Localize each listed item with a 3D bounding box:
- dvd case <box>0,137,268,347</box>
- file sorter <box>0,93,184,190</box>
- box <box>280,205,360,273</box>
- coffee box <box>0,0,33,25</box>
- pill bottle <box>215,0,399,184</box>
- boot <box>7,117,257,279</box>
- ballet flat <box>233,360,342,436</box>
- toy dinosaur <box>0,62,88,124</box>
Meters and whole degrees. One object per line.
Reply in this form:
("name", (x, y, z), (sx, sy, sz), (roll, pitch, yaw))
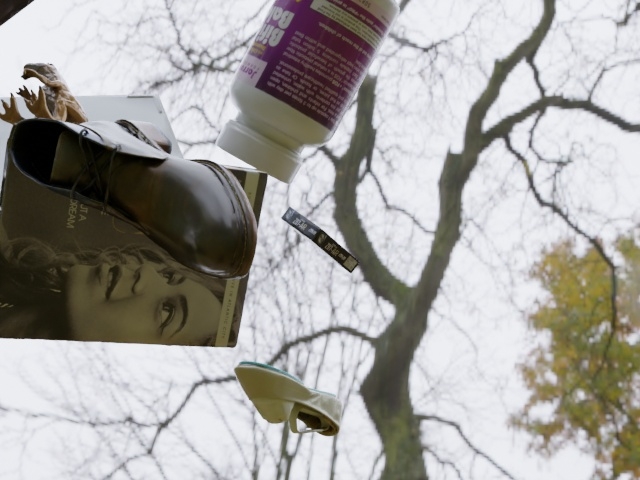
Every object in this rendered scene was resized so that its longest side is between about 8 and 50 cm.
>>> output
("dvd case", (-0.160, 0.009, 0.831), (0.221, 0.018, 0.165), (5, -77, -27))
("file sorter", (-0.330, -0.063, 1.264), (0.277, 0.193, 0.173), (-5, -45, -23))
("box", (0.000, 0.000, 1.136), (0.083, 0.018, 0.067), (40, -3, -43))
("coffee box", (-0.338, -0.232, 0.784), (0.118, 0.297, 0.168), (7, -45, 38))
("pill bottle", (-0.027, -0.240, 1.406), (0.169, 0.169, 0.302), (27, -87, -18))
("boot", (-0.134, -0.031, 0.675), (0.106, 0.219, 0.082), (4, -71, -38))
("ballet flat", (-0.047, 0.255, 1.533), (0.086, 0.086, 0.248), (-20, -32, 32))
("toy dinosaur", (-0.251, -0.114, 0.982), (0.064, 0.211, 0.112), (-38, -23, 25))
